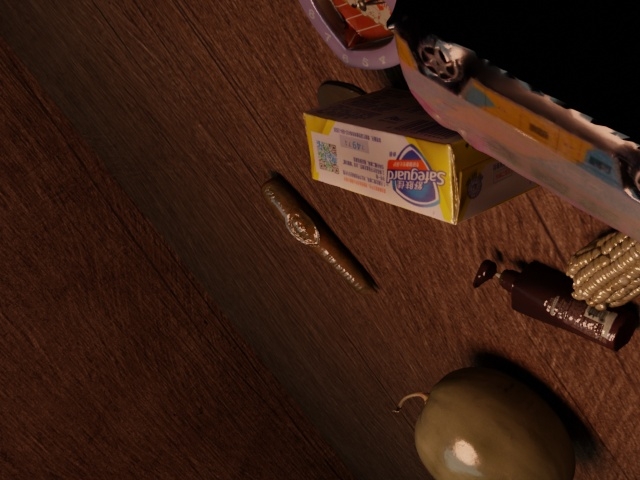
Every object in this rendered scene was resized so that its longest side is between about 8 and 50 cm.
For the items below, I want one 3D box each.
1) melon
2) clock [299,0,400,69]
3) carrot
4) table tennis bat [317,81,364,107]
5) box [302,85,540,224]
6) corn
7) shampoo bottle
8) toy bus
[{"bbox_3d":[0.320,0.372,1.372,0.308,0.271,0.272,35,161,-5],"label":"melon"},{"bbox_3d":[0.052,-0.290,0.902,0.198,0.064,0.172,39,159,20],"label":"clock"},{"bbox_3d":[0.000,0.000,1.568,0.342,0.070,0.070,46,160,-5],"label":"carrot"},{"bbox_3d":[0.076,-0.182,1.134,0.234,0.022,0.131,27,151,47],"label":"table tennis bat"},{"bbox_3d":[0.124,-0.117,0.922,0.265,0.168,0.097,22,126,46],"label":"box"},{"bbox_3d":[0.366,0.017,0.855,0.087,0.087,0.211,43,154,7],"label":"corn"},{"bbox_3d":[0.331,0.085,1.060,0.236,0.068,0.067,28,156,42],"label":"shampoo bottle"},{"bbox_3d":[0.240,-0.130,0.689,0.386,0.171,0.162,37,162,24],"label":"toy bus"}]
